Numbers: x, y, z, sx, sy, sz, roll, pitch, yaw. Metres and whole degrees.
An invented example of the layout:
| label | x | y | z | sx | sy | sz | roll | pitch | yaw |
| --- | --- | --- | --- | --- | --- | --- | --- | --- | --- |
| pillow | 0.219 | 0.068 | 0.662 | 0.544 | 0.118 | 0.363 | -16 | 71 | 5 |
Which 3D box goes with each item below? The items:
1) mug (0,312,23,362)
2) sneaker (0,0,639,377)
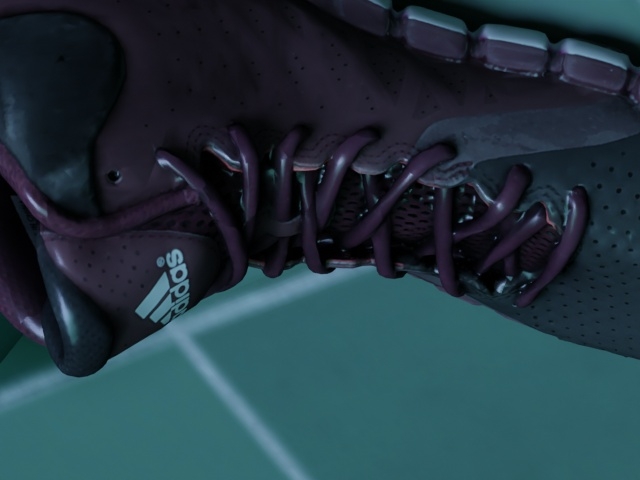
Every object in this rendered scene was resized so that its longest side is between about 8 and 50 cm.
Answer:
| label | x | y | z | sx | sy | sz | roll | pitch | yaw |
| --- | --- | --- | --- | --- | --- | --- | --- | --- | --- |
| mug | -0.146 | -0.012 | 0.645 | 0.158 | 0.097 | 0.129 | -26 | 111 | 40 |
| sneaker | 0.000 | 0.000 | 0.527 | 0.281 | 0.162 | 0.106 | 25 | 135 | 8 |
